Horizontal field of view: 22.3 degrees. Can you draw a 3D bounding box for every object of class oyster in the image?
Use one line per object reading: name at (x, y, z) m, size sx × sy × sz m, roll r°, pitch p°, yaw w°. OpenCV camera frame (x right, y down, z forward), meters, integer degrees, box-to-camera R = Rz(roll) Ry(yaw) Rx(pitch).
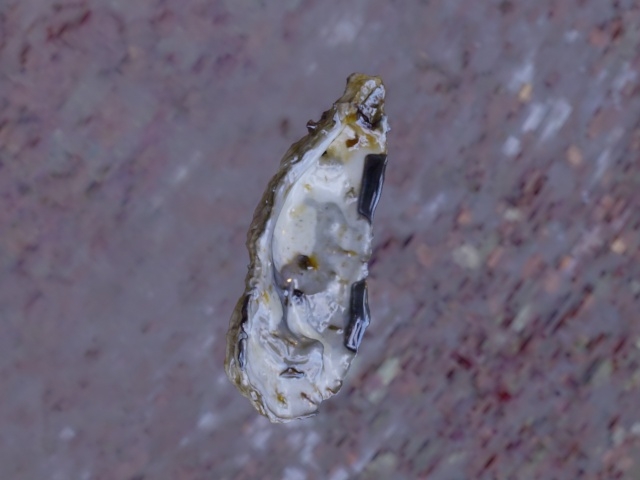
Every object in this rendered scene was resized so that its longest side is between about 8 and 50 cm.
oyster at (-0.002, -0.001, 1.387) m, size 0.128 × 0.078 × 0.345 m, roll 30°, pitch 59°, yaw -24°
